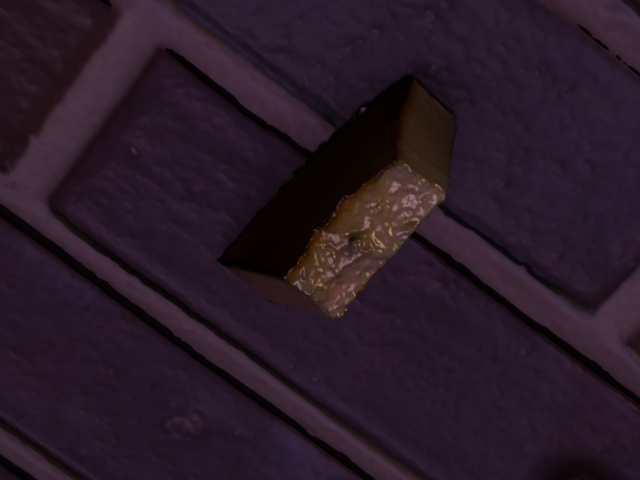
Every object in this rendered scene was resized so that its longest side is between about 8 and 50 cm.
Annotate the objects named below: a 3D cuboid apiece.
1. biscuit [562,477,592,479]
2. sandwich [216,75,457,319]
[{"bbox_3d":[0.236,0.248,1.093,0.340,0.047,0.216,-27,104,22],"label":"biscuit"},{"bbox_3d":[0.000,0.000,0.951,0.058,0.162,0.193,41,117,-13],"label":"sandwich"}]
